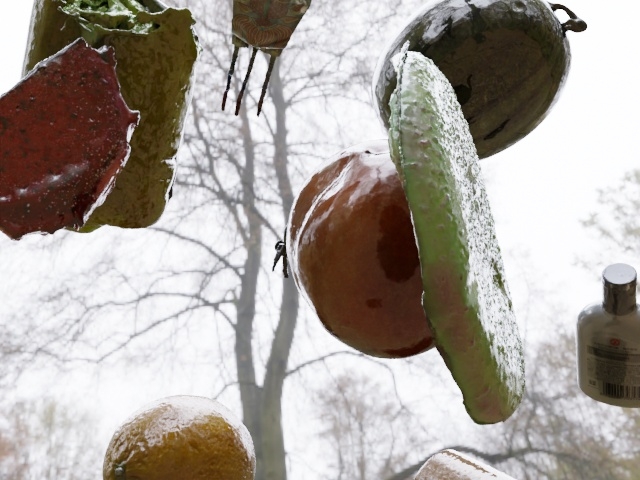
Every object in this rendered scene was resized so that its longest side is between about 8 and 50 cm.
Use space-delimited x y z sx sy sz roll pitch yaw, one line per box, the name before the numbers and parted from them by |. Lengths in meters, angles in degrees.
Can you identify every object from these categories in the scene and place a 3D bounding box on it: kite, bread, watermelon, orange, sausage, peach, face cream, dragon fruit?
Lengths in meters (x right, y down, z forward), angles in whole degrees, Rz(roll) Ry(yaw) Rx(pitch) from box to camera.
kite | -0.095 -0.305 1.258 0.127 0.229 0.016 13 2 7
bread | 0.109 -0.008 0.613 0.045 0.301 0.301 -14 -40 16
watermelon | 0.258 -0.281 1.324 0.359 0.278 0.279 -37 -47 16
orange | -0.241 0.388 1.355 0.264 0.264 0.264 -4 -40 -4
sausage | 0.222 0.364 1.052 0.123 0.123 0.253 23 -7 -31
peach | 0.075 0.004 0.923 0.253 0.252 0.252 -4 -40 -4
face cream | 0.493 0.161 1.320 0.144 0.071 0.291 4 -48 28
dragon fruit | -0.313 -0.101 0.886 0.261 0.189 0.163 -48 -54 -21
bread | -0.308 -0.186 1.158 0.251 0.208 0.376 9 -67 -24

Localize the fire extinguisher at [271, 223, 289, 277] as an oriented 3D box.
fire extinguisher | 0.000 0.000 1.540 0.093 0.118 0.294 5 9 37
